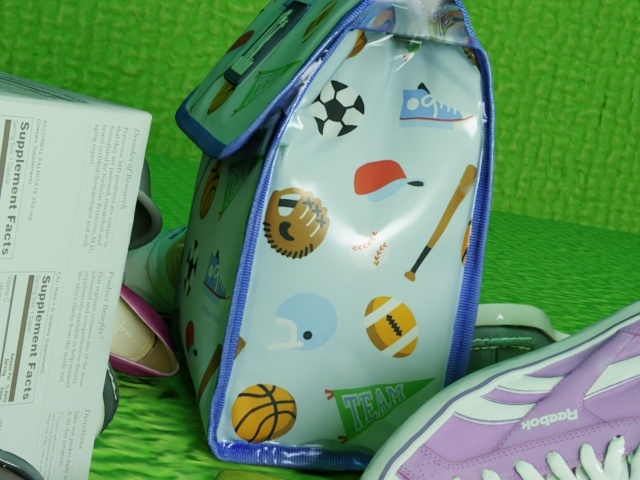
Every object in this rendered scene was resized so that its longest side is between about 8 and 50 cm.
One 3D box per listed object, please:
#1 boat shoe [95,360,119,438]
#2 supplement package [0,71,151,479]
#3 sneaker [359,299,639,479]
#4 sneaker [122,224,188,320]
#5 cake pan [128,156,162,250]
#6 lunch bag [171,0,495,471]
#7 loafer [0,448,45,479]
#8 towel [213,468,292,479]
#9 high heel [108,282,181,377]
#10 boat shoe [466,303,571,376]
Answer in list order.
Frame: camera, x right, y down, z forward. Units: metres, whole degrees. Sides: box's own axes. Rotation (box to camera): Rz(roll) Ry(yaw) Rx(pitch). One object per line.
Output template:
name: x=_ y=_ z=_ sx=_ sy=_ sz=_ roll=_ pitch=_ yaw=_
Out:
boat shoe: x=-0.244 y=0.069 z=0.994 sx=0.340 sy=0.127 sz=0.113 roll=6 pitch=14 yaw=41
supplement package: x=-0.236 y=0.028 z=0.804 sx=0.204 sy=0.262 sz=0.145 roll=19 pitch=11 yaw=41
sneaker: x=0.152 y=0.137 z=0.806 sx=0.282 sy=0.102 sz=0.161 roll=-33 pitch=28 yaw=1
sneaker: x=-0.126 y=0.033 z=1.440 sx=0.130 sy=0.112 sz=0.296 roll=-9 pitch=-11 yaw=21
cake pan: x=-0.284 y=-0.059 z=1.227 sx=0.293 sy=0.054 sz=0.293 roll=6 pitch=-20 yaw=2
lunch bag: x=0.001 y=-0.037 z=1.135 sx=0.238 sy=0.386 sz=0.328 roll=9 pitch=10 yaw=-14
loafer: x=-0.272 y=0.148 z=0.602 sx=0.302 sy=0.109 sz=0.095 roll=3 pitch=30 yaw=-14
towel: x=-0.036 y=0.186 z=0.850 sx=0.102 sy=0.021 sz=0.237 roll=13 pitch=8 yaw=5
high heel: x=-0.213 y=0.038 z=1.107 sx=0.117 sy=0.082 sz=0.244 roll=25 pitch=-19 yaw=46
boat shoe: x=0.194 y=0.135 z=1.249 sx=0.116 sy=0.099 sz=0.319 roll=-8 pitch=-18 yaw=24
